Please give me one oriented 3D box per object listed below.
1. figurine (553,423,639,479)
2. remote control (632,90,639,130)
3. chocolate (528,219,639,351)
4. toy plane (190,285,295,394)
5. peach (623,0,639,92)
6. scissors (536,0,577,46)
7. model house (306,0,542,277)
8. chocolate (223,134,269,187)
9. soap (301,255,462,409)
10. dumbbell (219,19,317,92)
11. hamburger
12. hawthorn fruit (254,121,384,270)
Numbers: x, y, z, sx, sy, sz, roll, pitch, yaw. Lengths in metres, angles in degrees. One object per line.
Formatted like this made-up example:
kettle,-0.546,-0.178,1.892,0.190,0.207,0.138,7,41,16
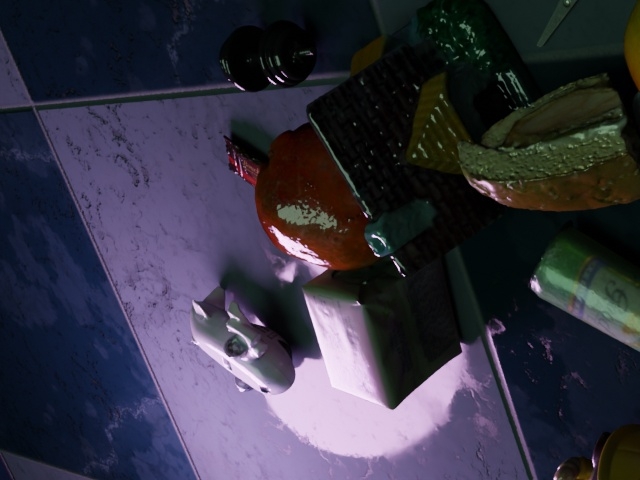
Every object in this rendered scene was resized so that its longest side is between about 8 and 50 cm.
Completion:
figurine,0.422,0.344,1.747,0.192,0.167,0.257,53,168,-4
remote control,0.462,-0.056,1.469,0.103,0.051,0.293,-11,113,53
chocolate,0.408,0.092,1.611,0.291,0.110,0.110,32,139,25
toy plane,-0.139,0.184,2.301,0.244,0.117,0.245,36,157,18
peach,0.425,-0.194,1.269,0.231,0.231,0.231,29,137,31
scissors,0.296,-0.290,1.501,0.100,0.015,0.189,46,146,14
model house,0.121,-0.128,1.629,0.281,0.248,0.230,57,144,-4
chocolate,-0.092,-0.107,2.081,0.182,0.028,0.086,30,145,32
soap,0.096,0.115,1.911,0.138,0.182,0.199,13,128,46
dumbbell,-0.078,-0.268,1.871,0.208,0.099,0.099,2,120,49
hamburger,0.278,-0.082,1.506,0.155,0.207,0.135,60,-166,-45
hawthorn fruit,0.040,-0.050,1.833,0.299,0.211,0.211,27,137,20
